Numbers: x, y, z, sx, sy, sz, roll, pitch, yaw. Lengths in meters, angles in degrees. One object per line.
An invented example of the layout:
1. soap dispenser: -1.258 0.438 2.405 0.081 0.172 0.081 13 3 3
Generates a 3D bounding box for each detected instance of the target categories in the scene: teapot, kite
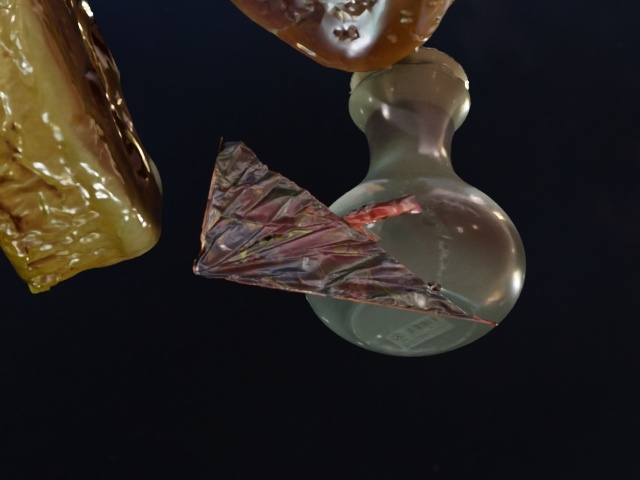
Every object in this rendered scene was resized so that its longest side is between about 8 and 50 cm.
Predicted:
1. teapot: 0.077 -0.036 1.269 0.183 0.183 0.251 23 -130 -26
2. kite: 0.000 0.000 0.932 0.189 0.009 0.232 -20 -133 -41

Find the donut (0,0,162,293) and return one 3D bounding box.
1. donut: -0.241 -0.114 1.254 0.160 0.330 0.330 -23 -88 4

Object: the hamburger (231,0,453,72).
1. hamburger: 0.013 -0.278 1.239 0.286 0.243 0.146 66 -149 -23
